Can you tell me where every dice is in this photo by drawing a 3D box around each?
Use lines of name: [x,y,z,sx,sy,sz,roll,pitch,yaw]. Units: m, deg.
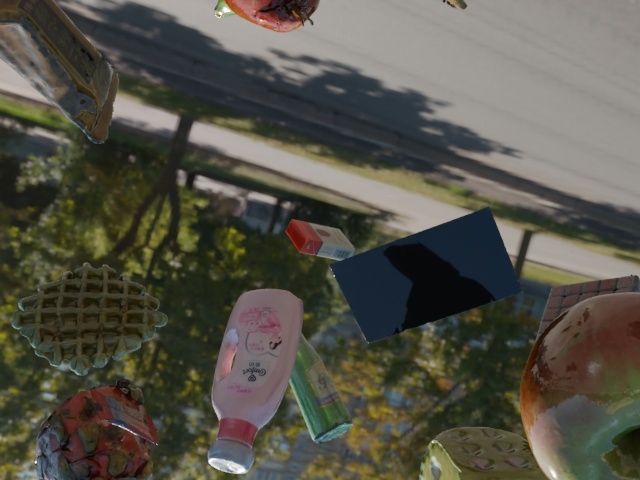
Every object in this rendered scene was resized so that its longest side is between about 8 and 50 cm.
dice: [0.355,0.552,1.953,0.227,0.233,0.238,-1,-164,-13]

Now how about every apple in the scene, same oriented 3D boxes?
apple: [0.454,0.228,1.345,0.319,0.319,0.277,16,-156,-8]

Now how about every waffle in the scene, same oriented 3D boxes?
waffle: [-0.523,0.167,2.042,0.292,0.056,0.309,34,-135,23]

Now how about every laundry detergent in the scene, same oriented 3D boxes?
laundry detergent: [-0.127,0.248,1.627,0.159,0.335,0.088,-7,143,30]

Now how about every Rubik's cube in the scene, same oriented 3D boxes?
Rubik's cube: [0.692,0.256,2.220,0.238,0.237,0.237,-10,124,39]

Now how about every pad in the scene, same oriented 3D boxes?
pad: [0.231,0.083,1.967,0.368,0.247,0.007,-20,-147,11]

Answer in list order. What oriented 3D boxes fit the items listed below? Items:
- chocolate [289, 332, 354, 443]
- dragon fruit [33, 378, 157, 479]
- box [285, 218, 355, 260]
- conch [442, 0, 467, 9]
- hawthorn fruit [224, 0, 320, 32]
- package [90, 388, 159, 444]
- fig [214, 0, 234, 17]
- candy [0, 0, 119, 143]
chocolate: [-0.028,0.317,2.093,0.110,0.110,0.291,18,-138,-61]
dragon fruit: [-0.516,0.545,2.190,0.296,0.314,0.263,-12,-135,-39]
box: [0.000,0.000,2.270,0.152,0.048,0.100,9,-155,-33]
conch: [0.270,-0.616,2.039,0.093,0.109,0.330,-27,146,29]
hawthorn fruit: [-0.085,-0.516,1.827,0.211,0.211,0.299,17,-151,-55]
package: [-0.413,0.376,1.917,0.200,0.022,0.083,44,-171,-51]
fig: [-0.202,-0.707,2.541,0.206,0.206,0.275,17,147,-33]
candy: [-0.383,-0.268,1.301,0.101,0.143,0.271,-10,140,31]
